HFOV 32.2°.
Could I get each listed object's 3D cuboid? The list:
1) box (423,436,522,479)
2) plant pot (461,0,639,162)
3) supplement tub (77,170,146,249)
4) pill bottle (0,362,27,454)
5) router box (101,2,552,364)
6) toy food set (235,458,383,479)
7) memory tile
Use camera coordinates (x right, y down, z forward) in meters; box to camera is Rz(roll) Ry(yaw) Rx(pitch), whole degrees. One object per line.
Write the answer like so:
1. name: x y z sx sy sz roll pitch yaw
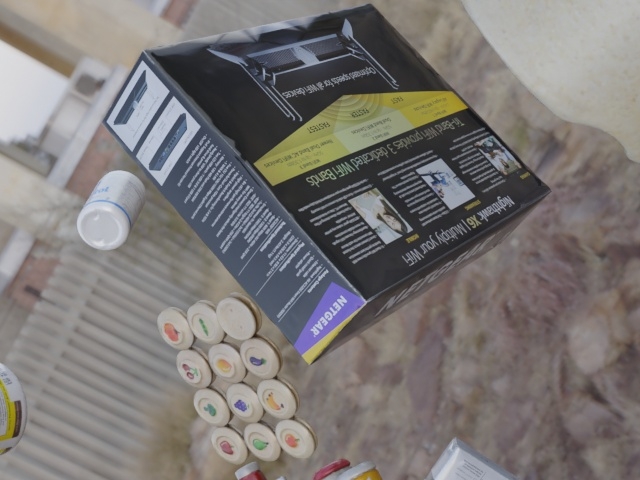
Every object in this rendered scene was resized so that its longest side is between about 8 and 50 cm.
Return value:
1. box: 0.154 0.330 1.202 0.186 0.145 0.038 -56 2 8
2. plant pot: 0.239 -0.208 0.575 0.305 0.334 0.334 -45 20 41
3. supplement tub: -0.278 -0.041 1.480 0.071 0.071 0.107 -55 13 27
4. pill bottle: -0.445 0.205 1.245 0.215 0.117 0.117 -6 -46 -58
5. router box: 0.019 -0.065 0.888 0.309 0.243 0.081 -25 -20 -51
6. toy food set: -0.053 0.240 1.005 0.232 0.104 0.111 -32 -16 11
7. memory tile: -0.068 0.114 0.886 0.113 0.148 0.012 -13 16 39
